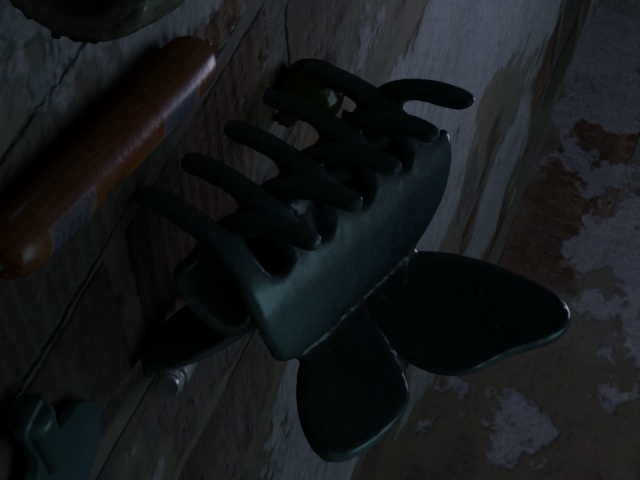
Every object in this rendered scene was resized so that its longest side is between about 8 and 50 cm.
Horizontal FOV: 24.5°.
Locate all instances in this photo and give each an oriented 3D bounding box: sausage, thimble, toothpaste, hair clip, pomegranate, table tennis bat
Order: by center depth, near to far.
[{"bbox_3d":[-0.142,-0.183,0.940,0.090,0.115,0.102,-47,150,-61],"label":"thimble"},{"bbox_3d":[-0.163,-0.072,1.136,0.348,0.053,0.053,-55,159,-48],"label":"sausage"},{"bbox_3d":[-0.231,0.193,1.261,0.244,0.040,0.153,91,21,-61],"label":"table tennis bat"},{"bbox_3d":[0.000,0.000,1.394,0.318,0.392,0.238,-40,139,-35],"label":"hair clip"},{"bbox_3d":[-0.137,0.119,1.517,0.190,0.031,0.048,-65,170,-74],"label":"toothpaste"},{"bbox_3d":[-0.010,-0.153,1.585,0.073,0.073,0.084,-43,148,-63],"label":"pomegranate"}]
